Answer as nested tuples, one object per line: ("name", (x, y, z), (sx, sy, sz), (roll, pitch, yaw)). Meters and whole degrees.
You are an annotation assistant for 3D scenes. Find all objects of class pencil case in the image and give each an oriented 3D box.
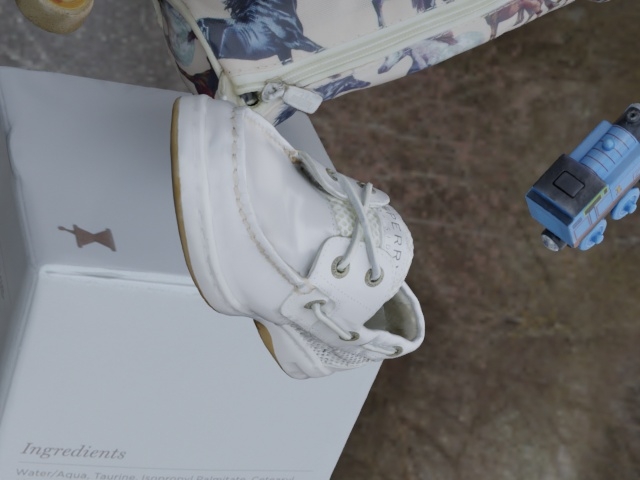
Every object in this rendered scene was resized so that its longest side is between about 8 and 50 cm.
("pencil case", (0.069, -0.216, 1.146), (0.160, 0.410, 0.183), (78, -14, -51))

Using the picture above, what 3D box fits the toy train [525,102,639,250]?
("toy train", (0.297, -0.068, 1.380), (0.184, 0.080, 0.105), (-45, 153, -6))

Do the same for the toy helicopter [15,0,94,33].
("toy helicopter", (-0.325, -0.379, 1.436), (0.235, 0.140, 0.355), (-8, 68, -45))

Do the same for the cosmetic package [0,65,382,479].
("cosmetic package", (-0.174, 0.101, 1.235), (0.329, 0.327, 0.394), (-116, -140, -50))

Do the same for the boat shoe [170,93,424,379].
("boat shoe", (0.000, 0.000, 0.680), (0.277, 0.096, 0.098), (53, 34, -66))
